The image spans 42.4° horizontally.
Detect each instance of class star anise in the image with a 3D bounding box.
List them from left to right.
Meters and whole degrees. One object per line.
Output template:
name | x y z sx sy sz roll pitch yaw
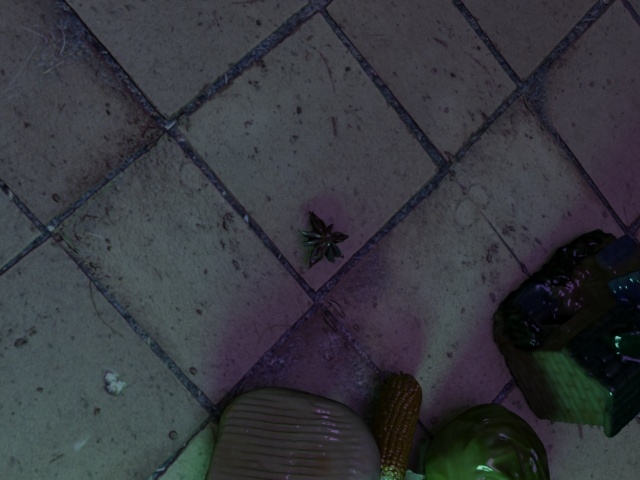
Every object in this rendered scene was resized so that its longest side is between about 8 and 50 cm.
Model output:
star anise | 0.000 0.011 1.814 0.124 0.056 0.129 32 57 -16

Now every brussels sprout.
brussels sprout | 0.374 0.524 1.839 0.328 0.247 0.328 5 79 -25

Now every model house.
model house | 0.716 0.210 1.943 0.445 0.400 0.395 -29 100 -24

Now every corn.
corn | 0.158 0.400 1.766 0.106 0.106 0.293 40 36 -16

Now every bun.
bun | -0.063 0.458 1.632 0.361 0.361 0.213 -33 143 -24

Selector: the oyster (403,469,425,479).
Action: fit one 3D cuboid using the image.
oyster | 0.114 0.530 1.799 0.233 0.107 0.161 39 82 -31
